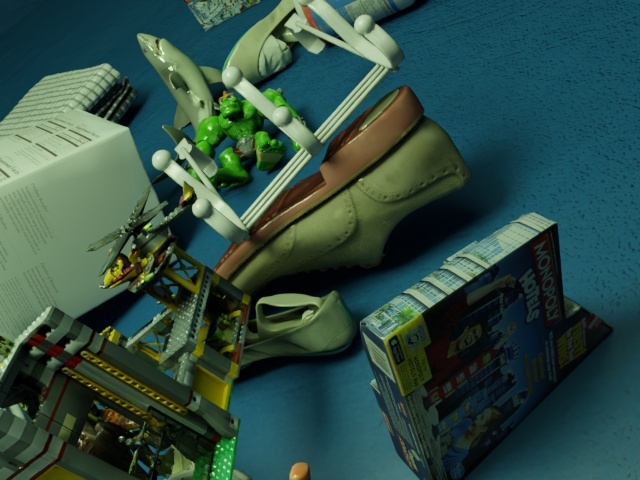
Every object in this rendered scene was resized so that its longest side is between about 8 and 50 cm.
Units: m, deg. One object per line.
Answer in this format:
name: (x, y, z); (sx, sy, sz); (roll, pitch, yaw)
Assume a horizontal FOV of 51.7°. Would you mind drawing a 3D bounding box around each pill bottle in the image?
pill bottle: (0.074, -0.401, 1.015); (0.222, 0.124, 0.124); (-18, 43, 22)

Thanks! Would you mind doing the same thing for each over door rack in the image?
over door rack: (-0.070, -0.151, 0.717); (0.239, 0.108, 0.324); (-47, 25, 4)

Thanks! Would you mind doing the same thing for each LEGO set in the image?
LEGO set: (-0.195, 0.117, 0.514); (0.255, 0.192, 0.331); (-33, 30, 33)

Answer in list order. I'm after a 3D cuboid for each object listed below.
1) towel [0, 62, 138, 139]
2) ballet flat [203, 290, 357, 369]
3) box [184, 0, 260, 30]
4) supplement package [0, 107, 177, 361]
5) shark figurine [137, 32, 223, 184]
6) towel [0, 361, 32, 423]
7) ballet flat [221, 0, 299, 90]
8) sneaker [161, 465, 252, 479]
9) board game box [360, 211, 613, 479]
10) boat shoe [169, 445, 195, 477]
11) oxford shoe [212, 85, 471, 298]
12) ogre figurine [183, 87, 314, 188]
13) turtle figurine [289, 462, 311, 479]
towel: (-0.502, -0.219, 1.279); (0.284, 0.121, 0.235); (2, 52, 40)
ballet flat: (-0.065, 0.093, 0.685); (0.213, 0.068, 0.072); (-15, 20, 23)
box: (-0.202, -0.495, 1.334); (0.137, 0.094, 0.027); (-21, 43, 19)
supplement package: (-0.367, -0.022, 0.865); (0.263, 0.199, 0.198); (-32, 34, -27)
shark figurine: (-0.224, -0.204, 1.096); (0.116, 0.166, 0.278); (-42, 51, 36)
towel: (-0.480, 0.287, 0.804); (0.320, 0.090, 0.374); (-47, 40, -6)
ballet flat: (-0.068, -0.337, 1.102); (0.086, 0.086, 0.248); (10, 58, 42)
sneaker: (-0.071, 0.236, 0.489); (0.297, 0.129, 0.111); (-12, 83, 31)
board game box: (0.131, 0.072, 0.503); (0.194, 0.194, 0.060); (-32, 39, -15)
boat shoe: (-0.119, 0.198, 0.644); (0.048, 0.056, 0.153); (-21, 43, 5)
oxford shoe: (0.000, 0.000, 0.696); (0.348, 0.130, 0.123); (-39, 14, 30)
ogre figurine: (-0.110, -0.145, 0.938); (0.197, 0.097, 0.118); (-32, 56, 31)
turtle figurine: (0.096, 0.225, 0.340); (0.217, 0.269, 0.087); (-16, 1, -4)
